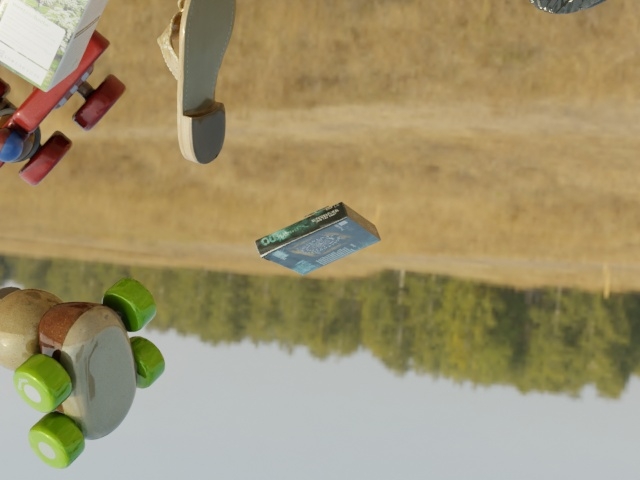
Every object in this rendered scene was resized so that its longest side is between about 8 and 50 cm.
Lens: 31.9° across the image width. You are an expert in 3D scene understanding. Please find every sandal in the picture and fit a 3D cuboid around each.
[{"bbox_3d":[-0.155,-0.209,1.274,0.079,0.240,0.088,19,-153,31],"label":"sandal"}]

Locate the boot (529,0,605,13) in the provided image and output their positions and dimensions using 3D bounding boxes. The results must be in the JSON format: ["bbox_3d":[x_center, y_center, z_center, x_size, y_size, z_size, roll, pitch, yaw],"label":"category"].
[{"bbox_3d":[0.381,-0.336,1.304,0.207,0.094,0.246,-20,-168,-29],"label":"boot"}]

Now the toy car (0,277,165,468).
[{"bbox_3d":[-0.277,0.106,1.107,0.188,0.149,0.155,19,-139,25],"label":"toy car"}]

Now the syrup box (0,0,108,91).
[{"bbox_3d":[-0.291,-0.299,1.278,0.093,0.237,0.096,32,-151,-4],"label":"syrup box"}]

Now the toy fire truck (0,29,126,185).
[{"bbox_3d":[-0.435,-0.204,1.708,0.169,0.302,0.254,43,180,-13],"label":"toy fire truck"}]

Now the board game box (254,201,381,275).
[{"bbox_3d":[0.000,0.000,1.486,0.126,0.026,0.186,-24,165,11],"label":"board game box"}]
